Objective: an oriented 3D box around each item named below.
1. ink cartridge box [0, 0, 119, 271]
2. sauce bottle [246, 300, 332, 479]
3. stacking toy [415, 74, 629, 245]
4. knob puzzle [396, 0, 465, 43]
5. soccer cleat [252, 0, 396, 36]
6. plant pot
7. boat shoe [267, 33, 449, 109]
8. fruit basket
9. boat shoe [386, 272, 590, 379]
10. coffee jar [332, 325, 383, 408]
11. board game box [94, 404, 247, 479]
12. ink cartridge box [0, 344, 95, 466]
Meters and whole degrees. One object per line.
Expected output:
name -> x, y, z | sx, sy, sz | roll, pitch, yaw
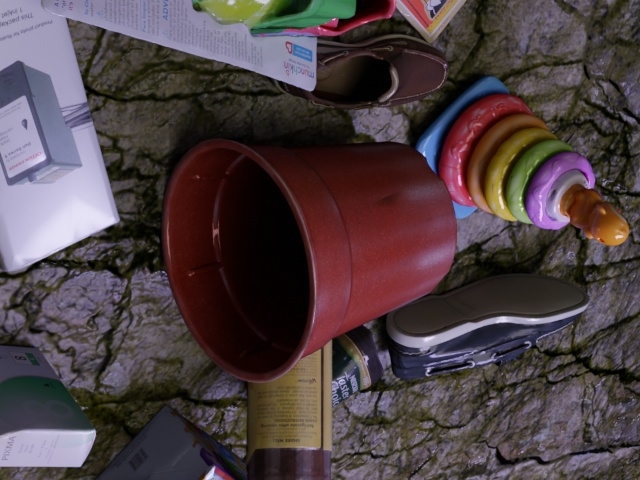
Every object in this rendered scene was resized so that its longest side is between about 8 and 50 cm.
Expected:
ink cartridge box -> -0.303, -0.149, 0.969 | 0.121, 0.211, 0.289 | -27, 130, -24
sauce bottle -> -0.040, 0.249, 1.355 | 0.111, 0.111, 0.344 | 17, 67, -42
stacking toy -> 0.281, -0.075, 1.389 | 0.166, 0.302, 0.175 | -44, 133, -7
knob puzzle -> 0.142, -0.356, 1.305 | 0.213, 0.030, 0.213 | -18, 126, -28
soccer cleat -> -0.034, -0.252, 1.188 | 0.248, 0.095, 0.083 | -19, 126, -28
plant pot -> 0.000, 0.000, 1.269 | 0.265, 0.272, 0.272 | -14, 124, -40
boat shoe -> 0.063, -0.191, 1.298 | 0.257, 0.095, 0.095 | -8, 120, -34
fruit basket -> -0.116, -0.322, 0.987 | 0.353, 0.165, 0.327 | 4, 84, -47
boat shoe -> 0.248, 0.137, 1.614 | 0.340, 0.127, 0.113 | -13, 124, -29
coffee jar -> -0.001, 0.191, 1.490 | 0.184, 0.079, 0.096 | -33, 131, -17
board game box -> -0.142, 0.364, 1.443 | 0.144, 0.142, 0.275 | -47, 134, -4
ink cartridge box -> -0.371, 0.166, 1.126 | 0.225, 0.181, 0.056 | 12, 107, -39
